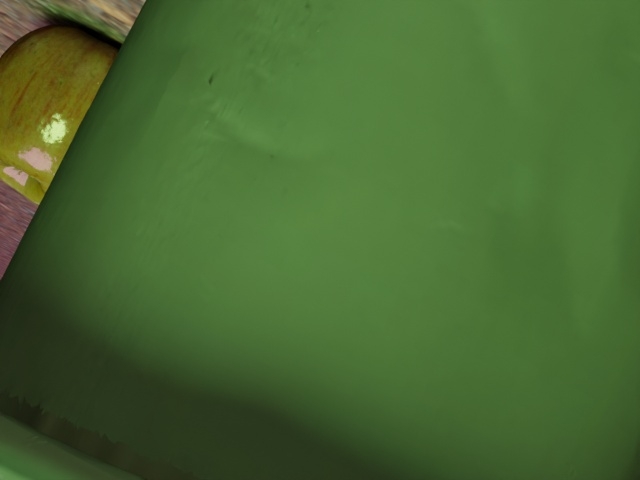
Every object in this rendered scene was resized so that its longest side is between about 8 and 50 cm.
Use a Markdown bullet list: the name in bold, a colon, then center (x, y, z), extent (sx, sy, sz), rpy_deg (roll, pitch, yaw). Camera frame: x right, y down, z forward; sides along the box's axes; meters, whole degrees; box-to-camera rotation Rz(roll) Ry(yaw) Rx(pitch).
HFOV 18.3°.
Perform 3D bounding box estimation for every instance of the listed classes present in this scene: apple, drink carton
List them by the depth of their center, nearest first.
- **drink carton**: center (0.020, 0.001, 0.437), extent (0.185, 0.189, 0.191), rpy_deg (33, 168, -12)
- **apple**: center (-0.108, -0.050, 0.851), extent (0.084, 0.071, 0.084), rpy_deg (28, 168, 6)
